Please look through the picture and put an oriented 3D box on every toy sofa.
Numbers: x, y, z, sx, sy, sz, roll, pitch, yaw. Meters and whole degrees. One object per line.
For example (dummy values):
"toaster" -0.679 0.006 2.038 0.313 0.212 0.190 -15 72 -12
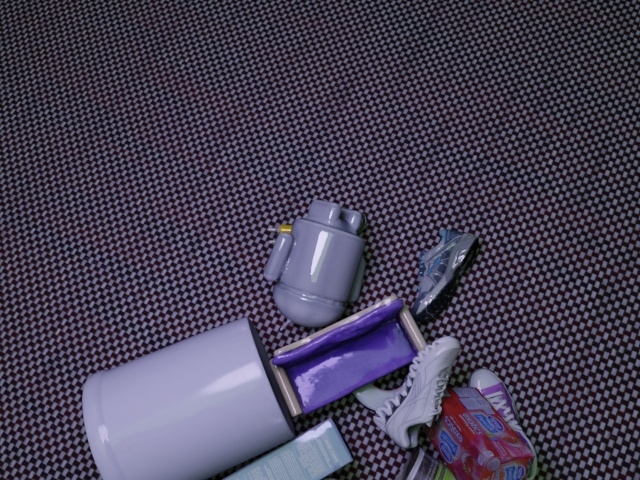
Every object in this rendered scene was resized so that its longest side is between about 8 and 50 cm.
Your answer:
"toy sofa" 0.069 0.283 1.417 0.362 0.177 0.150 -25 70 -5

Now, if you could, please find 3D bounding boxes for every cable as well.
"cable" 0.000 0.000 1.652 0.287 0.072 0.140 -14 76 0

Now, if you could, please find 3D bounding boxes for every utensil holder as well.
"utensil holder" -0.290 0.387 1.360 0.385 0.328 0.328 -22 71 -6

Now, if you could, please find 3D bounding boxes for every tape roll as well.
"tape roll" 0.173 0.335 1.521 0.219 0.072 0.219 -2 70 4

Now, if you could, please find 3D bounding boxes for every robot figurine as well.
"robot figurine" -0.005 0.076 1.539 0.299 0.199 0.354 19 89 -30

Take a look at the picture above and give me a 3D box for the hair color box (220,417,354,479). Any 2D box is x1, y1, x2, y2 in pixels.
"hair color box" -0.107 0.568 1.404 0.374 0.185 0.114 -28 72 -5

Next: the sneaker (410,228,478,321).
"sneaker" 0.313 0.092 1.593 0.122 0.110 0.283 27 72 31

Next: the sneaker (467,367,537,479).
"sneaker" 0.449 0.438 1.415 0.102 0.161 0.282 -19 70 -2

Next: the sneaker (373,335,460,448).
"sneaker" 0.247 0.354 1.364 0.292 0.110 0.118 -59 43 14

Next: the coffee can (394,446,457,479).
"coffee can" 0.290 0.636 1.331 0.275 0.201 0.202 32 76 12

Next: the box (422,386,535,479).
"box" 0.352 0.458 1.347 0.128 0.257 0.123 3 110 -19

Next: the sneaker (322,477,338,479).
"sneaker" 0.078 0.686 1.360 0.101 0.153 0.269 -29 62 -6
